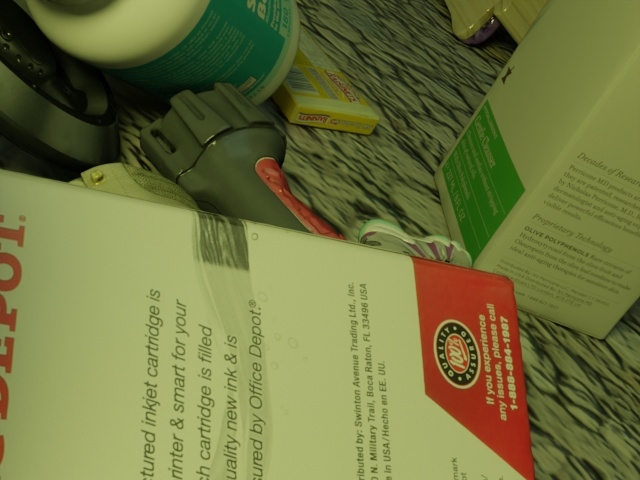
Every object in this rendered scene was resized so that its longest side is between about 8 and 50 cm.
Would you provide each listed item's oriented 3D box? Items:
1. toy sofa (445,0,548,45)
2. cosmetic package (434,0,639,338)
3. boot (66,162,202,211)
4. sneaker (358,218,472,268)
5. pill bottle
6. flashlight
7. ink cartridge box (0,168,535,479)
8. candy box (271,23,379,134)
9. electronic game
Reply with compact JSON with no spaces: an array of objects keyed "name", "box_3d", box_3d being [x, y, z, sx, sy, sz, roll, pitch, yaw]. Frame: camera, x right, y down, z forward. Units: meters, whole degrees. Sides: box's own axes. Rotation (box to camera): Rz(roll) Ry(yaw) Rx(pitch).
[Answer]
[{"name":"toy sofa","box_3d":[0.275,-0.384,1.538,0.150,0.177,0.362,42,20,-33]},{"name":"cosmetic package","box_3d":[0.262,-0.122,0.859,0.155,0.365,0.197,20,30,-17]},{"name":"boot","box_3d":[-0.116,0.026,0.589,0.213,0.077,0.165,-3,43,-51]},{"name":"sneaker","box_3d":[0.077,0.023,0.808,0.098,0.038,0.069,13,33,-9]},{"name":"pill bottle","box_3d":[-0.121,-0.186,0.759,0.146,0.146,0.264,39,7,17]},{"name":"flashlight","box_3d":[0.000,0.000,0.712,0.304,0.103,0.103,49,8,32]},{"name":"ink cartridge box","box_3d":[-0.048,0.099,0.422,0.273,0.114,0.197,13,62,-29]},{"name":"candy box","box_3d":[-0.032,-0.182,1.037,0.105,0.027,0.206,6,37,-40]},{"name":"electronic game","box_3d":[-0.224,-0.139,0.706,0.229,0.048,0.229,49,12,-14]}]
